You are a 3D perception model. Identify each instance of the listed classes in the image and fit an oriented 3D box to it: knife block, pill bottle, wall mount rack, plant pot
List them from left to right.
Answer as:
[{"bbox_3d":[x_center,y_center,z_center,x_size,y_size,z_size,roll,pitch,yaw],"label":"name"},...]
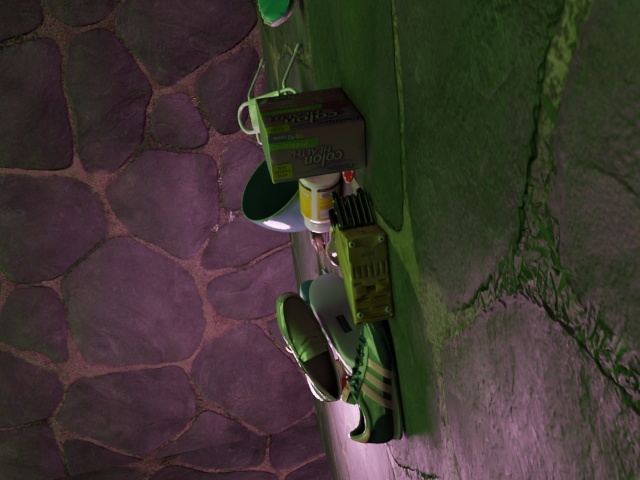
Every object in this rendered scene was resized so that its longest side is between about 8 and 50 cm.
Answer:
[{"bbox_3d":[-0.150,-0.498,1.971,0.350,0.130,0.304,-1,103,47],"label":"wall mount rack"},{"bbox_3d":[-0.087,-0.141,1.865,0.195,0.290,0.290,38,-156,-38],"label":"plant pot"},{"bbox_3d":[-0.002,-0.126,1.651,0.209,0.119,0.119,90,168,-50],"label":"pill bottle"},{"bbox_3d":[0.084,0.024,1.312,0.242,0.088,0.276,-122,23,-74],"label":"knife block"}]

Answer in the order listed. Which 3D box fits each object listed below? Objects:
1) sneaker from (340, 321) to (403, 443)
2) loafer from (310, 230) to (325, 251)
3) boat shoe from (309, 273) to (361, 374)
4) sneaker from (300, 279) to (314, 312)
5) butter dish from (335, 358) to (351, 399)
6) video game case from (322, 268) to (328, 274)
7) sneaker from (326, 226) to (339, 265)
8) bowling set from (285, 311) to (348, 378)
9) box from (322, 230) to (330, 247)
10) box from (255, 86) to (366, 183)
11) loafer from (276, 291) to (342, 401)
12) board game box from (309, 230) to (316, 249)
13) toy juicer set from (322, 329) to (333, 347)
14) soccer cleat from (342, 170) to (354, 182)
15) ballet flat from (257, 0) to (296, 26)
[{"bbox_3d":[0.107,0.322,1.337,0.112,0.131,0.319,162,99,-83],"label":"sneaker"},{"bbox_3d":[0.000,0.000,2.091,0.148,0.050,0.056,56,-156,-69],"label":"loafer"},{"bbox_3d":[0.069,0.256,1.629,0.367,0.135,0.157,-123,19,-48],"label":"boat shoe"},{"bbox_3d":[-0.020,0.333,2.389,0.319,0.127,0.208,-93,0,-58],"label":"sneaker"},{"bbox_3d":[0.054,0.493,2.017,0.160,0.118,0.160,-132,33,-78],"label":"butter dish"},{"bbox_3d":[0.027,0.181,2.246,0.087,0.011,0.122,-128,29,-75],"label":"video game case"},{"bbox_3d":[0.053,0.024,1.670,0.065,0.061,0.158,-117,17,-46],"label":"sneaker"},{"bbox_3d":[0.001,0.297,1.824,0.154,0.199,0.287,5,-100,-68],"label":"bowling set"},{"bbox_3d":[0.021,-0.049,1.935,0.116,0.029,0.162,89,168,-45],"label":"box"},{"bbox_3d":[-0.029,-0.251,1.324,0.243,0.213,0.117,-110,12,-56],"label":"box"},{"bbox_3d":[-0.022,0.286,1.542,0.320,0.112,0.111,64,160,-6],"label":"loafer"},{"bbox_3d":[-0.023,-0.075,2.213,0.136,0.035,0.201,-131,32,-76],"label":"board game box"},{"bbox_3d":[0.037,0.318,2.057,0.209,0.089,0.329,120,151,-73],"label":"toy juicer set"},{"bbox_3d":[0.067,-0.176,1.424,0.036,0.029,0.083,76,-176,-64],"label":"soccer cleat"},{"bbox_3d":[-0.131,-0.873,1.794,0.147,0.146,0.409,-165,69,-82],"label":"ballet flat"}]
